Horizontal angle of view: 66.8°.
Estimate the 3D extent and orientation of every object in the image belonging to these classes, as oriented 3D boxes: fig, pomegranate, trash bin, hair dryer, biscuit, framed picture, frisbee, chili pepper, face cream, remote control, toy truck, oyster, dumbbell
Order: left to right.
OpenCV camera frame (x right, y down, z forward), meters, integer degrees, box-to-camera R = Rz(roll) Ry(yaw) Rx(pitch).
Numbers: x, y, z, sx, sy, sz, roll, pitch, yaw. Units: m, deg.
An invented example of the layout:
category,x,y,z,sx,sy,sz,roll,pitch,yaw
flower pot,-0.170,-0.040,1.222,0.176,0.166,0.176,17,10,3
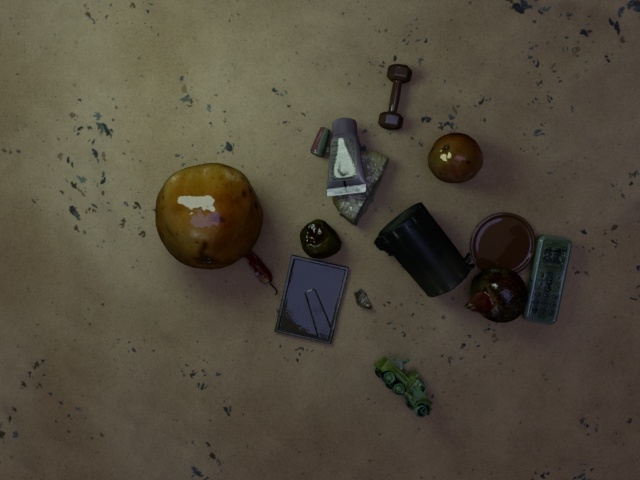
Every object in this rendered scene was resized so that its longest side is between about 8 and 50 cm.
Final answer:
category,x,y,z,sx,sy,sz,roll,pitch,yaw
pomegranate,-0.389,-0.104,1.703,0.410,0.410,0.410,0,96,0
chili pepper,-0.243,0.098,1.860,0.050,0.059,0.268,-40,92,-34
framed picture,-0.034,0.230,1.884,0.232,0.024,0.315,13,95,-1
fig,0.000,0.000,1.814,0.166,0.154,0.144,27,80,-33
hair dryer,0.049,-0.346,1.818,0.154,0.054,0.106,24,90,-12
face cream,0.090,-0.296,1.742,0.154,0.096,0.274,-4,79,20
biscuit,0.128,-0.208,1.805,0.179,0.084,0.281,23,95,1
oyster,0.161,0.233,1.879,0.051,0.034,0.093,-22,84,-13
dumbbell,0.272,-0.521,1.773,0.082,0.092,0.231,13,96,28
toy truck,0.336,0.550,1.869,0.135,0.128,0.259,-41,94,-10
trash bin,0.378,0.039,1.775,0.252,0.203,0.301,-38,96,23
pomegranate,0.486,-0.291,1.748,0.191,0.191,0.191,0,96,0
pomegranate,0.625,0.205,1.769,0.248,0.214,0.214,-13,97,-28
frisbee,0.698,0.017,1.860,0.251,0.021,0.251,0,97,0
remote control,0.859,0.149,1.851,0.128,0.065,0.335,9,96,1
